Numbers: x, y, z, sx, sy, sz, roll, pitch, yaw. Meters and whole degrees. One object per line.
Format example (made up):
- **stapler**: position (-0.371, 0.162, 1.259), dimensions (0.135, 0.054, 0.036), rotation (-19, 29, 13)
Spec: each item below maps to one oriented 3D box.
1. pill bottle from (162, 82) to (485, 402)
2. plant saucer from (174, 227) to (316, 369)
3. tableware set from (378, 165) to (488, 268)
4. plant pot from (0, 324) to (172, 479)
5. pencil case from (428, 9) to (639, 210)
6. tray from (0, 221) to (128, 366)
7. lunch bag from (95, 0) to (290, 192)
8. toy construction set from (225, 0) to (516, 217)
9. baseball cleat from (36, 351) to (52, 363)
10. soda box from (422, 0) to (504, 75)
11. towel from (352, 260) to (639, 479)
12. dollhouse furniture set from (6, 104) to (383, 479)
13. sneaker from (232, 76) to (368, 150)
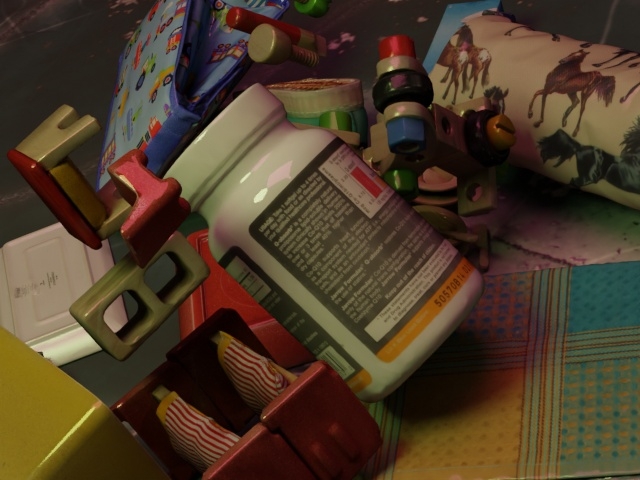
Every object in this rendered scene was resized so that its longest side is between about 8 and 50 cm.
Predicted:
- **pill bottle**: position (0.000, 0.000, 1.591), dimensions (0.162, 0.278, 0.162), rotation (-46, 0, 0)
- **plant saucer**: position (-0.035, 0.036, 1.879), dimensions (0.258, 0.048, 0.259), rotation (-17, 33, 4)
- **tableware set**: position (0.118, -0.044, 1.879), dimensions (0.128, 0.039, 0.194), rotation (6, 35, -1)
- **plant pot**: position (-0.257, 0.234, 1.583), dimensions (0.187, 0.212, 0.212), rotation (-45, 40, -14)
- **pencil case**: position (0.303, -0.129, 1.839), dimensions (0.183, 0.160, 0.410), rotation (-26, 32, -34)
- **tray**: position (-0.303, 0.053, 2.005), dimensions (0.145, 0.030, 0.270), rotation (-22, 33, -2)
- **lunch bag**: position (-0.178, -0.164, 2.078), dimensions (0.221, 0.138, 0.293), rotation (-46, 17, 43)
- **toy construction set**: position (0.055, -0.119, 1.817), dimensions (0.257, 0.237, 0.309), rotation (-47, 52, 27)
- **baseball cleat**: position (-0.320, 0.176, 1.802), dimensions (0.109, 0.072, 0.206), rotation (-8, 38, 6)
- **soda box**: position (0.168, -0.203, 2.098), dimensions (0.071, 0.067, 0.210), rotation (-4, 37, 23)
- **towel**: position (0.173, 0.130, 1.624), dimensions (0.370, 0.040, 0.271), rotation (-6, 42, 21)
- **dollhouse furniture set**: position (-0.133, 0.080, 1.540), dimensions (0.152, 0.374, 0.201), rotation (-44, 30, -14)
- **sneaker**: position (-0.025, -0.124, 2.057), dimensions (0.108, 0.121, 0.302), rotation (-12, 9, -17)
